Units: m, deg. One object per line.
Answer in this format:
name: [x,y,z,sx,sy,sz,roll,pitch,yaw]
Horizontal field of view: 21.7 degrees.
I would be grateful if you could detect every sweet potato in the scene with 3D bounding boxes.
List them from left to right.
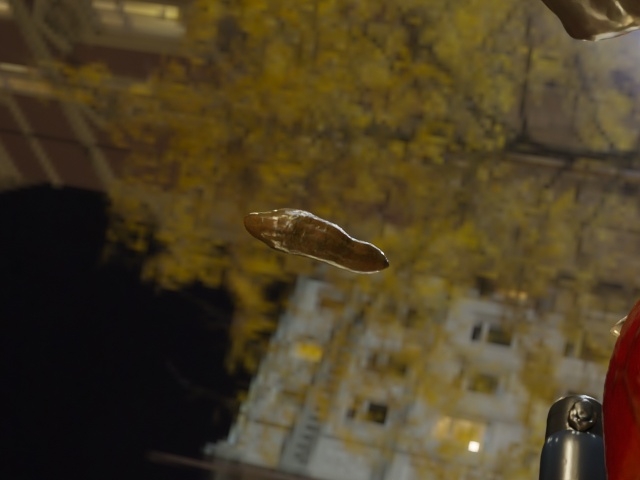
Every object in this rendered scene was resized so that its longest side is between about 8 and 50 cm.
sweet potato: [0.001,0.001,1.943,0.053,0.182,0.054,-104,36,-64]

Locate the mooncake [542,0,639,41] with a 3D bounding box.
mooncake: [0.305,-0.348,1.651,0.154,0.306,0.306,43,-128,-29]

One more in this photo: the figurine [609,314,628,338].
figurine: [0.368,0.094,1.592,0.195,0.102,0.111,-14,-22,-42]

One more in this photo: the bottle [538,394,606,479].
bottle: [0.251,0.268,1.663,0.082,0.072,0.244,92,-174,-51]

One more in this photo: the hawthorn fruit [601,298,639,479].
hawthorn fruit: [0.330,0.122,1.251,0.265,0.265,0.307,-27,-81,-67]
